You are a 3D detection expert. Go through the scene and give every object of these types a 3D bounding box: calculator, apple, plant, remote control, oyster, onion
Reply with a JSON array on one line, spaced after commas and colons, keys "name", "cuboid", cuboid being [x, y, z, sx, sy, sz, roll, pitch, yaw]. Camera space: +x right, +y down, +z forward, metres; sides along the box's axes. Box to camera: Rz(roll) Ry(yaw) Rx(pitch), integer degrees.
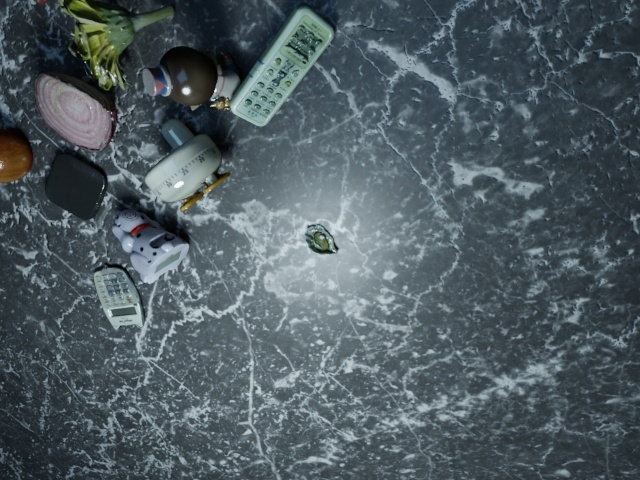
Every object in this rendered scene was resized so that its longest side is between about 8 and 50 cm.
[{"name": "calculator", "cuboid": [-0.769, 0.215, 1.637, 0.177, 0.040, 0.268, -8, 110, 16]}, {"name": "apple", "cuboid": [-1.066, -0.279, 1.428, 0.181, 0.168, 0.181, 8, 118, 15]}, {"name": "plant", "cuboid": [-0.558, -0.540, 1.150, 0.297, 0.306, 0.261, 6, 86, -18]}, {"name": "remote control", "cuboid": [-0.110, -0.462, 1.154, 0.128, 0.065, 0.335, 19, 125, -43]}, {"name": "oyster", "cuboid": [0.001, 0.000, 1.369, 0.098, 0.037, 0.100, -7, 91, -3]}, {"name": "onion", "cuboid": [-0.739, -0.405, 1.336, 0.250, 0.111, 0.247, 32, 139, -13]}]

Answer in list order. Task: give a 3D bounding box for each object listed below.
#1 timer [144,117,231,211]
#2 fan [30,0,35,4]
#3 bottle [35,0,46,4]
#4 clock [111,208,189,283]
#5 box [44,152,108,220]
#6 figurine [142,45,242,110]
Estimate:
[{"name": "timer", "cuboid": [-0.411, -0.232, 1.255, 0.233, 0.233, 0.240, -31, 106, 23]}, {"name": "fan", "cuboid": [-0.904, -0.891, 1.209, 0.233, 0.012, 0.414, -14, 108, 19]}, {"name": "bottle", "cuboid": [-0.720, -0.753, 1.176, 0.245, 0.104, 0.104, -38, 100, 24]}, {"name": "clock", "cuboid": [-0.597, -0.001, 1.444, 0.254, 0.189, 0.189, 38, 117, 10]}, {"name": "box", "cuboid": [-0.842, -0.185, 1.482, 0.201, 0.042, 0.212, 33, 115, -2]}, {"name": "figurine", "cuboid": [-0.332, -0.429, 1.128, 0.158, 0.275, 0.161, 28, 113, 17]}]
